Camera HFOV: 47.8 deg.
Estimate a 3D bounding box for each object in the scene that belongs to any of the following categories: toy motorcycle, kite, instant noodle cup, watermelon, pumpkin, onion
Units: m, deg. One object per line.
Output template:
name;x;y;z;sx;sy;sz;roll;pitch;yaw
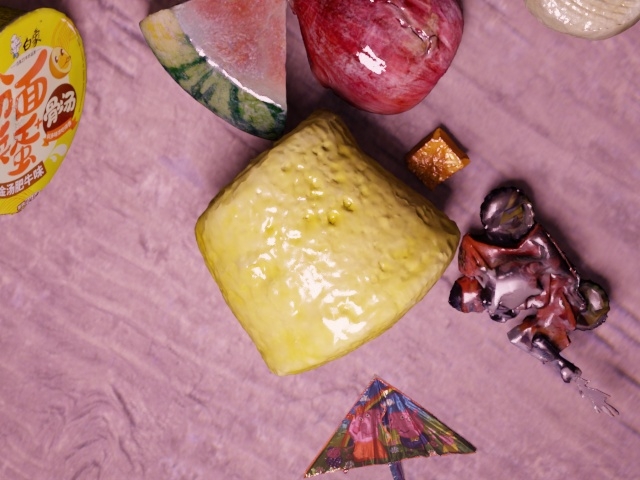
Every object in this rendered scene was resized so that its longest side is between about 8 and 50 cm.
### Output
toy motorcycle;0.352;0.113;1.167;0.207;0.134;0.401;-40;100;12
kite;0.113;0.350;1.301;0.321;0.016;0.234;-11;106;5
instant noodle cup;-0.510;-0.211;1.031;0.221;0.311;0.311;21;106;6
watermelon;-0.115;-0.278;1.058;0.261;0.213;0.201;44;86;-16
pumpkin;0.184;-0.130;1.143;0.074;0.054;0.083;47;123;-7
onion;0.067;-0.315;1.060;0.283;0.120;0.227;25;100;-5

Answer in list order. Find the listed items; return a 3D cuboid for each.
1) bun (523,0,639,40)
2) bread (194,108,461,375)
bun;0.386;-0.384;1.031;0.195;0.118;0.195;2;106;8
bread;0.000;0.000;1.043;0.348;0.348;0.308;-35;97;11
